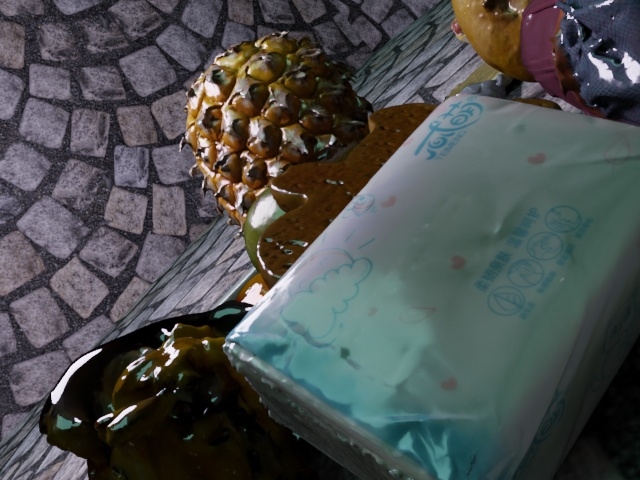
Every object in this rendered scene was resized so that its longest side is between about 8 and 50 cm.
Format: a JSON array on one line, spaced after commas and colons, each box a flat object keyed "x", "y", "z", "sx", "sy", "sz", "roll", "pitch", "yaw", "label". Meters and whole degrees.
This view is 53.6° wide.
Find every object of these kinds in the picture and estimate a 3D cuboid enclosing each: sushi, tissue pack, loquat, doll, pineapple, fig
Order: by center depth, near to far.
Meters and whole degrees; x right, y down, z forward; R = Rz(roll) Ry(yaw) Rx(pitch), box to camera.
[{"x": 0.096, "y": 0.035, "z": 0.421, "sx": 0.201, "sy": 0.124, "sz": 0.271, "roll": 25, "pitch": 62, "yaw": 37, "label": "tissue pack"}, {"x": -0.101, "y": 0.155, "z": 0.537, "sx": 0.200, "sy": 0.213, "sz": 0.204, "roll": -27, "pitch": 15, "yaw": 37, "label": "sushi"}, {"x": 0.000, "y": 0.000, "z": 0.834, "sx": 0.181, "sy": 0.181, "sz": 0.191, "roll": -45, "pitch": 38, "yaw": -7, "label": "fig"}, {"x": 0.318, "y": -0.360, "z": 0.854, "sx": 0.284, "sy": 0.276, "sz": 0.276, "roll": -46, "pitch": 14, "yaw": -27, "label": "loquat"}, {"x": 0.218, "y": -0.177, "z": 0.960, "sx": 0.180, "sy": 0.079, "sz": 0.094, "roll": -50, "pitch": 24, "yaw": 28, "label": "doll"}, {"x": -0.061, "y": -0.174, "z": 1.090, "sx": 0.352, "sy": 0.300, "sz": 0.352, "roll": -28, "pitch": -17, "yaw": -10, "label": "pineapple"}]

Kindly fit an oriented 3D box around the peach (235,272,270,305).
[{"x": -0.036, "y": 0.096, "z": 0.720, "sx": 0.138, "sy": 0.138, "sz": 0.138, "roll": -40, "pitch": 14, "yaw": 12, "label": "peach"}]

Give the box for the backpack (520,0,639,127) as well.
[{"x": 0.300, "y": -0.199, "z": 0.504, "sx": 0.283, "sy": 0.197, "sz": 0.317, "roll": -21, "pitch": 11, "yaw": 2, "label": "backpack"}]

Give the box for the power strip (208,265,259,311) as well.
[{"x": -0.099, "y": 0.099, "z": 0.968, "sx": 0.385, "sy": 0.091, "sz": 0.062, "roll": -45, "pitch": 11, "yaw": -9, "label": "power strip"}]

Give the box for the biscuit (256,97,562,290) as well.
[{"x": 0.085, "y": -0.050, "z": 0.688, "sx": 0.282, "sy": 0.064, "sz": 0.432, "roll": 6, "pitch": 34, "yaw": 31, "label": "biscuit"}]

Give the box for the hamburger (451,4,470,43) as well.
[{"x": 0.388, "y": -0.542, "z": 1.482, "sx": 0.173, "sy": 0.116, "sz": 0.210, "roll": -28, "pitch": 20, "yaw": 39, "label": "hamburger"}]

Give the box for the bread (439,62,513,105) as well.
[{"x": 0.257, "y": -0.242, "z": 1.107, "sx": 0.251, "sy": 0.039, "sz": 0.181, "roll": -46, "pitch": 15, "yaw": -14, "label": "bread"}]
